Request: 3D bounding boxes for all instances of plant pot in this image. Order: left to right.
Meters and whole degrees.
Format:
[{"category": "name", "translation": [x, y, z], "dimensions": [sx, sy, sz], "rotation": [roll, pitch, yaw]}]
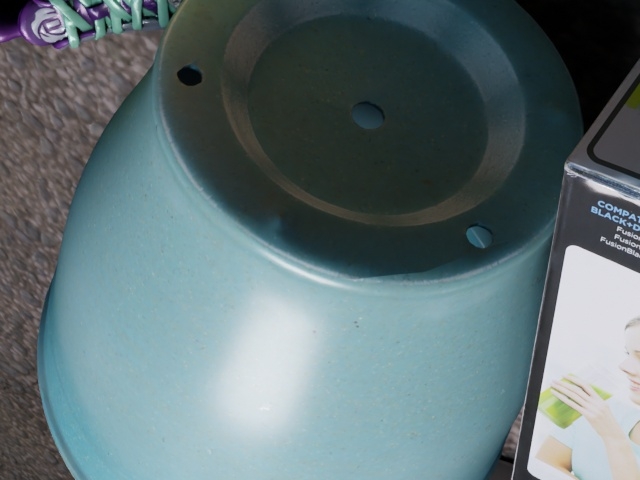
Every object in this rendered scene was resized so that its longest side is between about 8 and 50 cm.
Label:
[{"category": "plant pot", "translation": [0.000, 0.000, 0.630], "dimensions": [0.272, 0.271, 0.255], "rotation": [32, 148, 8]}]

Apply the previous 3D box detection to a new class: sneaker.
[{"category": "sneaker", "translation": [-0.109, -0.134, 0.733], "dimensions": [0.224, 0.098, 0.083], "rotation": [8, 137, 37]}]

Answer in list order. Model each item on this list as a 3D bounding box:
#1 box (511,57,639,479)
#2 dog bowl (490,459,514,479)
[{"category": "box", "translation": [0.172, 0.026, 0.605], "dimensions": [0.087, 0.169, 0.290], "rotation": [26, 147, 21]}, {"category": "dog bowl", "translation": [0.149, 0.301, 1.019], "dimensions": [0.349, 0.102, 0.348], "rotation": [24, 144, 19]}]
